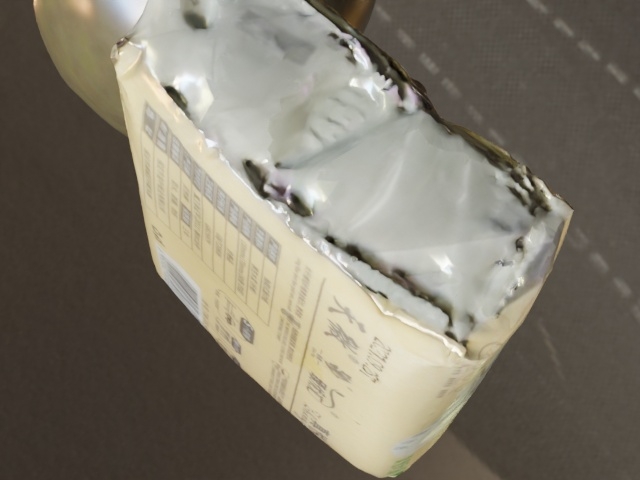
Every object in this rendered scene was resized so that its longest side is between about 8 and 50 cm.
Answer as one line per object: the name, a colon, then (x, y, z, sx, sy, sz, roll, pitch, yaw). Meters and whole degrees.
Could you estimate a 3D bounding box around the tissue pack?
tissue pack: (0.000, 0.000, 0.516, 0.186, 0.222, 0.090, 41, -111, 13)

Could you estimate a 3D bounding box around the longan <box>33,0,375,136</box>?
longan: (-0.065, -0.178, 0.773, 0.248, 0.248, 0.248, 28, -140, -26)
